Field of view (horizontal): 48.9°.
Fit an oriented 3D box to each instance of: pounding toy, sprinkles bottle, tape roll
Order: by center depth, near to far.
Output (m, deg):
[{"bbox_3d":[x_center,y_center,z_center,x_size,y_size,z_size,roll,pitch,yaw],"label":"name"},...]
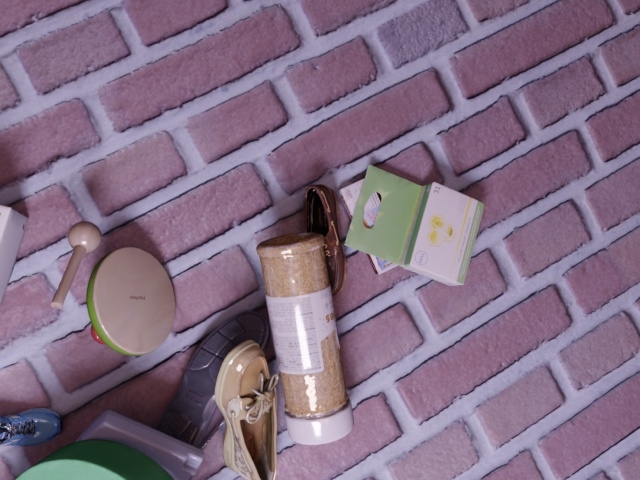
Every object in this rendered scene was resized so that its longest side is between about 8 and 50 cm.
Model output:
[{"bbox_3d":[-0.334,0.465,1.052,0.321,0.077,0.321,2,99,16],"label":"tape roll"},{"bbox_3d":[-0.364,0.096,1.183,0.237,0.110,0.183,45,42,-42],"label":"pounding toy"},{"bbox_3d":[-0.026,0.169,1.228,0.121,0.121,0.356,-11,99,-13],"label":"sprinkles bottle"}]

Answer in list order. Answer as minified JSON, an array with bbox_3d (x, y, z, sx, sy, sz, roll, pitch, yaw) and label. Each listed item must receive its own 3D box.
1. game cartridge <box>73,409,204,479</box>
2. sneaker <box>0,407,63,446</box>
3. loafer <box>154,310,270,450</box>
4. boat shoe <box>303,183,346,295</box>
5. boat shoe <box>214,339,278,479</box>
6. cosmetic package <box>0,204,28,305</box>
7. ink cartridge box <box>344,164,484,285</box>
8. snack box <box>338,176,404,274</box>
[{"bbox_3d":[-0.341,0.419,1.150,0.198,0.062,0.297,29,108,-7],"label":"game cartridge"},{"bbox_3d":[-0.512,0.319,1.163,0.162,0.073,0.063,-4,88,-13],"label":"sneaker"},{"bbox_3d":[-0.188,0.262,1.244,0.109,0.095,0.303,29,75,21],"label":"loafer"},{"bbox_3d":[0.000,0.000,1.286,0.073,0.073,0.207,-9,85,19],"label":"boat shoe"},{"bbox_3d":[-0.109,0.292,1.180,0.104,0.089,0.285,-29,133,-36],"label":"boat shoe"},{"bbox_3d":[-0.681,-0.003,1.102,0.365,0.155,0.197,14,82,-10],"label":"cosmetic package"},{"bbox_3d":[0.181,-0.031,1.330,0.235,0.056,0.171,21,78,-18],"label":"ink cartridge box"},{"bbox_3d":[0.099,-0.028,1.343,0.064,0.022,0.178,-25,93,-15],"label":"snack box"}]
